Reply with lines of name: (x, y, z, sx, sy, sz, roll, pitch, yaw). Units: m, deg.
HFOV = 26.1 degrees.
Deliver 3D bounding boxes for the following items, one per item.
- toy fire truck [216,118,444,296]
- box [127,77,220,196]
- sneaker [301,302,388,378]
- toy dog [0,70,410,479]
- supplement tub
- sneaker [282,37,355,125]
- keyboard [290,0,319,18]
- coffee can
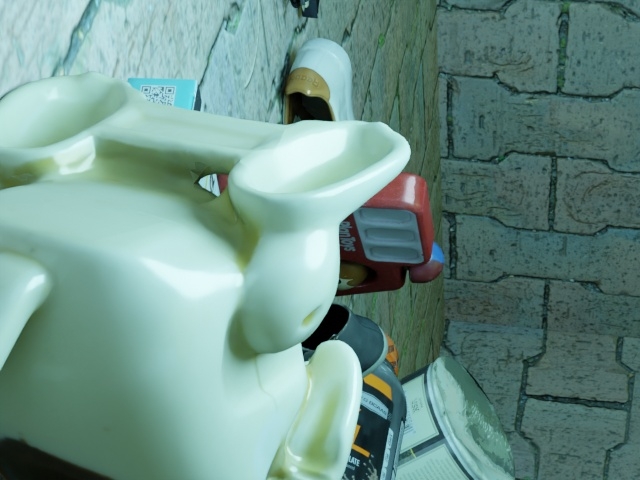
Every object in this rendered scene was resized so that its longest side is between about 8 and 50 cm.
toy fire truck: (0.000, 0.000, 1.467, 0.302, 0.253, 0.169, 69, 28, -66)
box: (-0.129, -0.033, 1.218, 0.244, 0.060, 0.101, 86, 8, -61)
sneaker: (-0.039, 0.147, 1.491, 0.083, 0.222, 0.118, 51, 4, 31)
toy dog: (-0.107, 0.141, 0.918, 0.395, 0.284, 0.408, -63, 157, -62)
supplement tub: (-0.010, 0.265, 1.660, 0.207, 0.207, 0.338, 82, 16, -49)
sneaker: (-0.003, -0.122, 1.859, 0.290, 0.105, 0.123, 75, 31, -42)
keyboard: (-0.026, -0.421, 1.750, 0.202, 0.033, 0.317, -83, 170, -46)
coffee can: (0.099, 0.309, 1.896, 0.201, 0.275, 0.202, 47, 24, -29)
